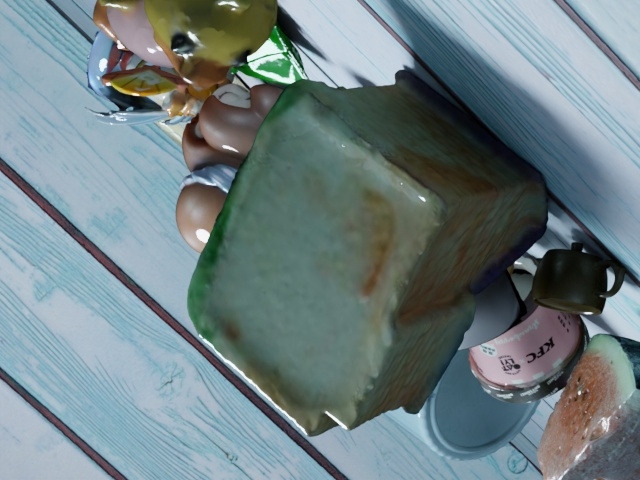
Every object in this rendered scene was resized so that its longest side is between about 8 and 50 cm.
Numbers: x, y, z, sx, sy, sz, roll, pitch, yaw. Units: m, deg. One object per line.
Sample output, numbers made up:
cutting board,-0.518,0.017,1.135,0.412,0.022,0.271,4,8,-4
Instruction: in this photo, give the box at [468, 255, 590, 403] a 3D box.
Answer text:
box,0.236,0.099,1.668,0.151,0.151,0.135,36,163,50

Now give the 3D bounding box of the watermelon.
watermelon,0.356,0.228,1.495,0.148,0.226,0.318,-98,-17,-53

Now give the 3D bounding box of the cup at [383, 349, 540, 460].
cup,0.143,0.150,2.079,0.331,0.257,0.311,32,-179,-39

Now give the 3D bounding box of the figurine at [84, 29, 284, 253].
figurine,-0.173,-0.166,2.044,0.388,0.248,0.276,37,-148,26

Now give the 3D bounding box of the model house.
model house,0.067,0.008,1.379,0.245,0.312,0.280,37,-152,23

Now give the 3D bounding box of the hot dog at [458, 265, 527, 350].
hot dog,0.125,-0.034,1.571,0.107,0.194,0.326,-19,-101,-52

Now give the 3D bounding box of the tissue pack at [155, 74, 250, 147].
tissue pack,-0.164,-0.190,2.277,0.196,0.148,0.092,46,178,-27

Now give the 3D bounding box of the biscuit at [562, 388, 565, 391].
biscuit,0.334,0.163,1.865,0.239,0.062,0.108,41,174,13

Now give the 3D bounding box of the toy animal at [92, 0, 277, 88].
toy animal,-0.131,-0.257,1.475,0.195,0.169,0.281,8,-168,-24

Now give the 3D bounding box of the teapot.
teapot,0.262,0.035,1.396,0.076,0.068,0.121,19,167,-35

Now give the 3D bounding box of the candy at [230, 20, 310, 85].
candy,-0.088,-0.247,1.669,0.141,0.078,0.203,46,169,-30
